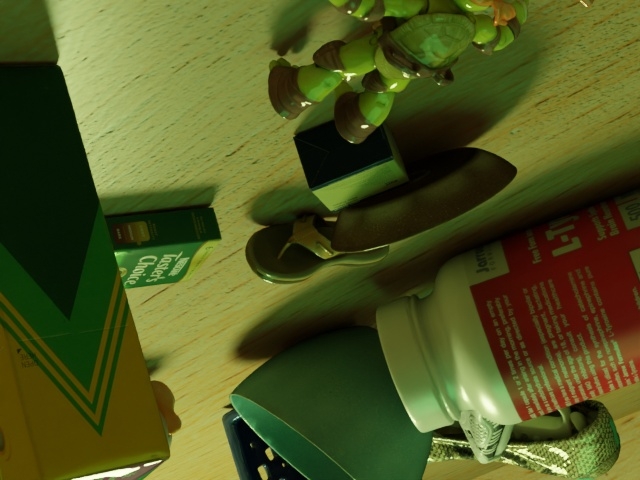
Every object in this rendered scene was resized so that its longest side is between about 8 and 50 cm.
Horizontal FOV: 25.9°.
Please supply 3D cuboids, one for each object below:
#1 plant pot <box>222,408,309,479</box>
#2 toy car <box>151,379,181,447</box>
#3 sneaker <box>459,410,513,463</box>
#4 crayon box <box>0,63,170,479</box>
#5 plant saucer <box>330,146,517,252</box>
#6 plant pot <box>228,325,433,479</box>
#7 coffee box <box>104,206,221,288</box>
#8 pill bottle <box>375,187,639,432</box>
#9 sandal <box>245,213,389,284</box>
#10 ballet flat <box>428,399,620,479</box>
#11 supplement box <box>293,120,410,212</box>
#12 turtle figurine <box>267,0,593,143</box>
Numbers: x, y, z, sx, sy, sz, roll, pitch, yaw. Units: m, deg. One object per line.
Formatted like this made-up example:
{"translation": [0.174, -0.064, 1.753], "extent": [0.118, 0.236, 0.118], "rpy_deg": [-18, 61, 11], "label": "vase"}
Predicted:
{"translation": [0.018, 0.338, 2.211], "extent": [0.236, 0.236, 0.212], "rpy_deg": [-26, 166, 25], "label": "plant pot"}
{"translation": [-0.292, 0.270, 1.885], "extent": [0.238, 0.210, 0.219], "rpy_deg": [-51, 168, 8], "label": "toy car"}
{"translation": [0.310, 0.197, 2.091], "extent": [0.210, 0.137, 0.366], "rpy_deg": [-17, 139, -8], "label": "sneaker"}
{"translation": [-0.265, 0.087, 1.102], "extent": [0.106, 0.313, 0.363], "rpy_deg": [-6, 158, -31], "label": "crayon box"}
{"translation": [0.095, -0.047, 1.369], "extent": [0.198, 0.036, 0.198], "rpy_deg": [-22, -168, 5], "label": "plant saucer"}
{"translation": [0.047, 0.234, 1.930], "extent": [0.195, 0.290, 0.290], "rpy_deg": [-50, 168, -15], "label": "plant pot"}
{"translation": [-0.200, 0.014, 1.378], "extent": [0.184, 0.040, 0.113], "rpy_deg": [-7, 159, -29], "label": "coffee box"}
{"translation": [0.289, 0.096, 1.752], "extent": [0.408, 0.229, 0.229], "rpy_deg": [-20, 161, 9], "label": "pill bottle"}
{"translation": [0.000, 0.000, 1.483], "extent": [0.180, 0.072, 0.049], "rpy_deg": [-8, 144, -30], "label": "sandal"}
{"translation": [0.251, 0.286, 2.307], "extent": [0.483, 0.164, 0.182], "rpy_deg": [3, 132, 21], "label": "ballet flat"}
{"translation": [0.030, -0.075, 1.305], "extent": [0.083, 0.056, 0.083], "rpy_deg": [-21, 161, 10], "label": "supplement box"}
{"translation": [0.076, -0.153, 1.076], "extent": [0.269, 0.087, 0.217], "rpy_deg": [0, 155, -42], "label": "turtle figurine"}
